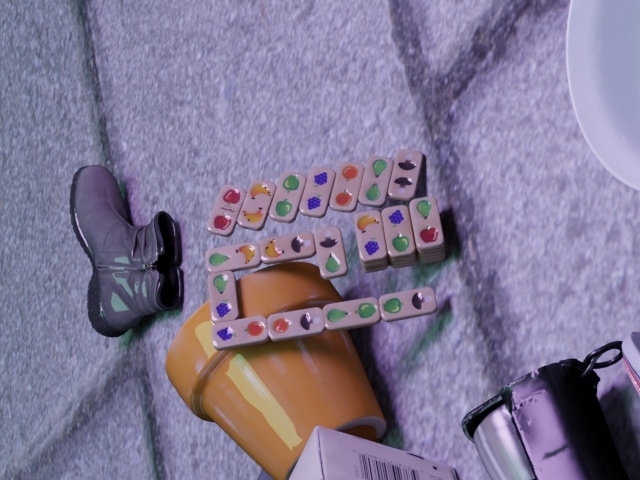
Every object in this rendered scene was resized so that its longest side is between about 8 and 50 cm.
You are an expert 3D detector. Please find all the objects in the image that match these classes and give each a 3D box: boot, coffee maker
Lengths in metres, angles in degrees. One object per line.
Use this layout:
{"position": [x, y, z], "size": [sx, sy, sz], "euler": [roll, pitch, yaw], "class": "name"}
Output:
{"position": [-0.241, -0.005, 2.570], "size": [0.161, 0.083, 0.246], "euler": [-29, 65, 43], "class": "boot"}
{"position": [0.226, 0.203, 1.735], "size": [0.171, 0.120, 0.178], "euler": [-49, 48, 33], "class": "coffee maker"}

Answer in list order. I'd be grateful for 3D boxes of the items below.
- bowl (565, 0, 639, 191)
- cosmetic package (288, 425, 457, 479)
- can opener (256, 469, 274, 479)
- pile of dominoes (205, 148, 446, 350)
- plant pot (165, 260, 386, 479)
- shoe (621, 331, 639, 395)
{"position": [0.344, -0.176, 1.622], "size": [0.298, 0.134, 0.298], "euler": [-16, 70, 55], "class": "bowl"}
{"position": [0.010, 0.354, 1.989], "size": [0.113, 0.160, 0.309], "euler": [-99, 30, -61], "class": "cosmetic package"}
{"position": [-0.057, 0.361, 2.217], "size": [0.095, 0.076, 0.283], "euler": [34, 115, 20], "class": "can opener"}
{"position": [0.000, 0.000, 2.043], "size": [0.040, 0.251, 0.196], "euler": [76, -175, -62], "class": "pile of dominoes"}
{"position": [-0.031, 0.158, 2.103], "size": [0.188, 0.205, 0.205], "euler": [53, 129, 28], "class": "plant pot"}
{"position": [0.296, 0.162, 1.690], "size": [0.081, 0.063, 0.178], "euler": [-58, 44, 25], "class": "shoe"}
